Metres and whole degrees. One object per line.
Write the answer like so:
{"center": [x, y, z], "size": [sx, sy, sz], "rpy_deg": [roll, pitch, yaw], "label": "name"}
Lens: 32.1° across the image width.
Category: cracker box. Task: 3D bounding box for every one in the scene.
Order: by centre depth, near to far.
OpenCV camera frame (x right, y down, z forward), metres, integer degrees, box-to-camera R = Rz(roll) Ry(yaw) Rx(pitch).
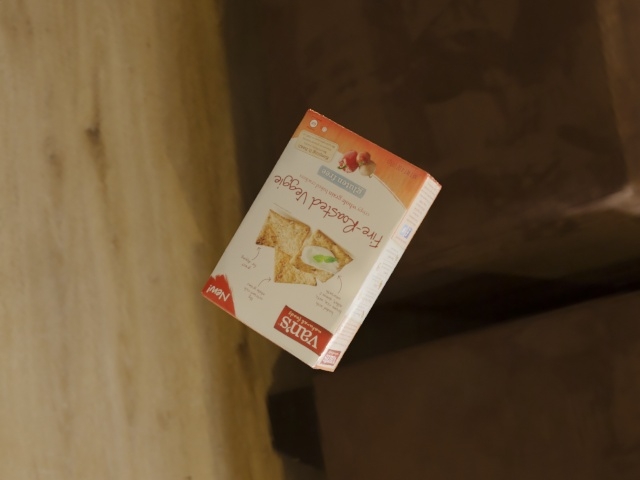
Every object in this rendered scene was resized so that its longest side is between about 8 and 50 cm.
{"center": [0.000, 0.000, 1.176], "size": [0.232, 0.156, 0.067], "rpy_deg": [-60, 157, 2], "label": "cracker box"}
